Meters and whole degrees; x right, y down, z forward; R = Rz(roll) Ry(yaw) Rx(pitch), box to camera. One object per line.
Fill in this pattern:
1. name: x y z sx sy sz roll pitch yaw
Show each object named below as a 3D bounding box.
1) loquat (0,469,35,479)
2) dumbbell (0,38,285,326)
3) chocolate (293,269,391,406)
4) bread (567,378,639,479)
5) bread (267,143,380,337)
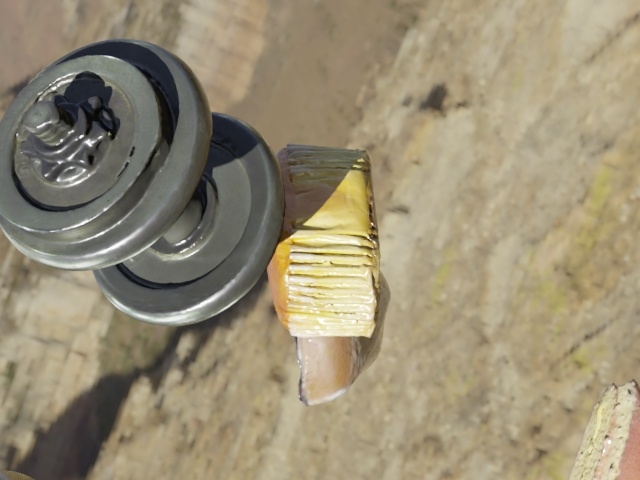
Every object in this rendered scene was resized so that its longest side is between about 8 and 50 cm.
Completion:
1. loquat: -0.465 0.446 1.995 0.244 0.243 0.244 -160 90 -77
2. dumbbell: -0.141 -0.043 1.105 0.290 0.192 0.192 40 -116 -58
3. chocolate: 0.032 0.083 1.558 0.261 0.083 0.161 -41 -57 -75
4. bread: 0.242 0.213 1.038 0.119 0.192 0.067 -39 11 -7
5. bread: 0.000 0.000 1.302 0.132 0.114 0.190 87 -176 -51
